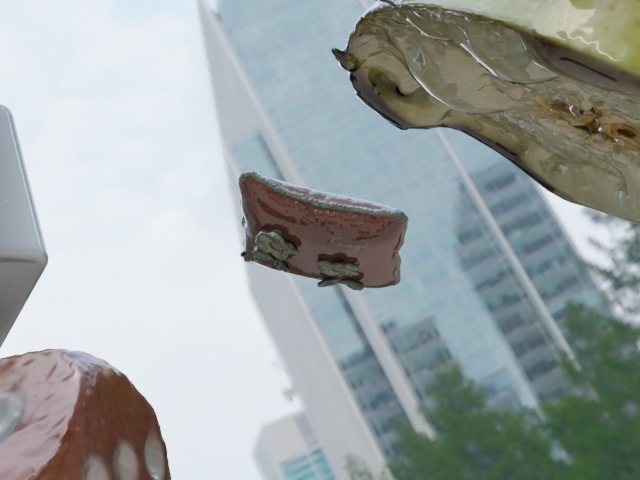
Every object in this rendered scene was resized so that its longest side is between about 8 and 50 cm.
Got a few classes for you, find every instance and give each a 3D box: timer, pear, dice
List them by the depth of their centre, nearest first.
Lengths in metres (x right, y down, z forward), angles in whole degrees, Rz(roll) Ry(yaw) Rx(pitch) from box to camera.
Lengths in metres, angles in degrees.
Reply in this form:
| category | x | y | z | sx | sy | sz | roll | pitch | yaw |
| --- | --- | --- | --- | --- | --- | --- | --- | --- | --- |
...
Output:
| category | x | y | z | sx | sy | sz | roll | pitch | yaw |
| --- | --- | --- | --- | --- | --- | --- | --- | --- | --- |
| pear | 0.154 | -0.110 | 0.655 | 0.178 | 0.267 | 0.267 | -63 | -26 | -6 |
| dice | -0.237 | 0.210 | 1.194 | 0.175 | 0.174 | 0.179 | -12 | -49 | 18 |
| timer | -0.394 | -0.008 | 1.365 | 0.192 | 0.195 | 0.194 | 2 | -36 | -33 |

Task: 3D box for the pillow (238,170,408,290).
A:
| category | x | y | z | sx | sy | sz | roll | pitch | yaw |
| --- | --- | --- | --- | --- | --- | --- | --- | --- | --- |
| pillow | 0.000 | 0.000 | 1.488 | 0.179 | 0.075 | 0.171 | 12 | -27 | 6 |
